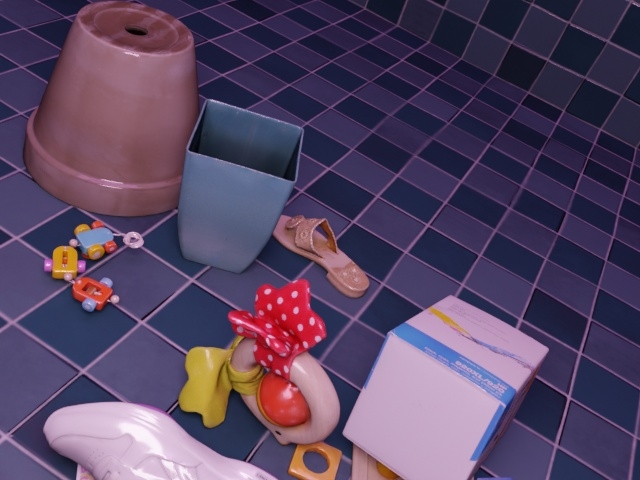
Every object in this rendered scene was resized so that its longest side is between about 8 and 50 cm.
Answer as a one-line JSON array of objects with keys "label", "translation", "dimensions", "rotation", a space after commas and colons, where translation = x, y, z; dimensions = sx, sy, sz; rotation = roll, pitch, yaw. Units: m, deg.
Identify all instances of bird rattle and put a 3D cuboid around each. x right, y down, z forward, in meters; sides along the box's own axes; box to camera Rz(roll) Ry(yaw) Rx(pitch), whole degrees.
[{"label": "bird rattle", "translation": [-0.053, 0.168, 0.878], "dimensions": [0.207, 0.254, 0.143], "rotation": [50, 40, -3]}]

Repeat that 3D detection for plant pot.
[{"label": "plant pot", "translation": [-0.343, -0.247, 1.194], "dimensions": [0.324, 0.280, 0.323], "rotation": [13, 39, -11]}, {"label": "plant pot", "translation": [-0.145, -0.073, 1.115], "dimensions": [0.166, 0.234, 0.165], "rotation": [16, 39, -9]}]

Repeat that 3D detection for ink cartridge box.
[{"label": "ink cartridge box", "translation": [0.178, 0.205, 0.933], "dimensions": [0.168, 0.171, 0.233], "rotation": [30, 23, 23]}]

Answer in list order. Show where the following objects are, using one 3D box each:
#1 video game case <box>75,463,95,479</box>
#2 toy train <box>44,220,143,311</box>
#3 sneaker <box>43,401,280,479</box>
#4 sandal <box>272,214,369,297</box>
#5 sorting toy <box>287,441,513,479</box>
[{"label": "video game case", "translation": [-0.233, 0.273, 0.833], "dimensions": [0.122, 0.011, 0.087], "rotation": [8, 39, -19]}, {"label": "toy train", "translation": [-0.343, 0.042, 1.034], "dimensions": [0.125, 0.046, 0.166], "rotation": [22, 40, -2]}, {"label": "sneaker", "translation": [-0.177, 0.283, 0.752], "dimensions": [0.305, 0.114, 0.152], "rotation": [27, 46, -2]}, {"label": "sandal", "translation": [0.004, -0.002, 1.231], "dimensions": [0.240, 0.079, 0.088], "rotation": [41, 41, 23]}, {"label": "sorting toy", "translation": [0.129, 0.337, 0.907], "dimensions": [0.348, 0.047, 0.196], "rotation": [16, 38, -8]}]
